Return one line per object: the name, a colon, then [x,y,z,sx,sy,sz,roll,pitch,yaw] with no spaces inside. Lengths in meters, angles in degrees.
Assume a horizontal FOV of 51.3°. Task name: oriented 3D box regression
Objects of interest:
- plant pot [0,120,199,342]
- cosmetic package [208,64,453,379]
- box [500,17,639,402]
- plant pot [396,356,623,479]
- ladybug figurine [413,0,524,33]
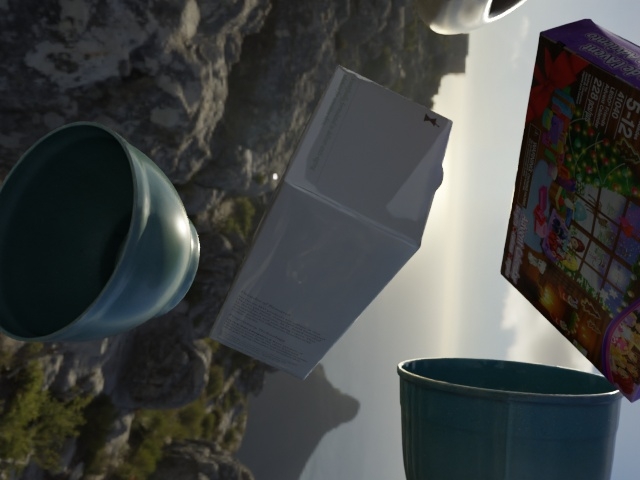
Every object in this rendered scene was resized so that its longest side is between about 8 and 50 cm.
plant pot: [-0.295,0.008,0.928,0.196,0.293,0.293,28,64,-56]
cosmetic package: [0.000,0.000,0.815,0.365,0.155,0.197,120,-7,-51]
box: [0.259,-0.021,0.597,0.201,0.057,0.293,52,-23,43]
plant pot: [0.227,0.291,0.826,0.272,0.272,0.255,12,80,-78]
ladybug figurine: [0.197,-0.356,0.667,0.162,0.305,0.449,51,9,1]
